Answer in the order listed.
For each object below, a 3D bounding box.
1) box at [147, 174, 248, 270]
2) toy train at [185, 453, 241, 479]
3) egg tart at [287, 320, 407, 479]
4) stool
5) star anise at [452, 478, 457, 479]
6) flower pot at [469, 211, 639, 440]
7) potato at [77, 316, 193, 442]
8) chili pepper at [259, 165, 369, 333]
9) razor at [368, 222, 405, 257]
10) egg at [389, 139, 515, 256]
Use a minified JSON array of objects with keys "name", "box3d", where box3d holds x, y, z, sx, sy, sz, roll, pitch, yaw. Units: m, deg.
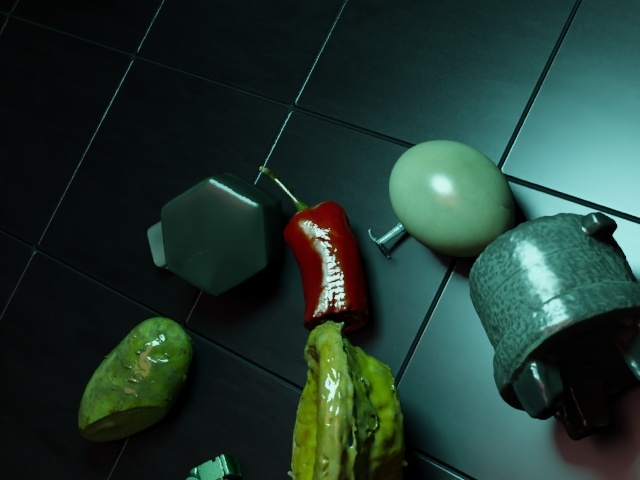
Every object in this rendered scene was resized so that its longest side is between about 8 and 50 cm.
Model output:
[{"name":"box","box3d":[-0.239,-0.034,2.230,0.244,0.055,0.103,-30,58,19]},{"name":"toy train","box3d":[-0.186,0.481,1.986,0.111,0.071,0.170,-28,59,12]},{"name":"egg tart","box3d":[0.042,0.319,1.785,0.169,0.388,0.387,1,67,-7]},{"name":"stool","box3d":[-0.183,-0.013,2.095,0.232,0.141,0.232,2,98,17]},{"name":"star anise","box3d":[0.181,0.474,1.753,0.212,0.073,0.196,22,84,35]},{"name":"flower pot","box3d":[0.396,0.132,1.647,0.299,0.299,0.282,-31,49,18]},{"name":"potato","box3d":[-0.358,0.280,2.132,0.298,0.141,0.176,-52,40,13]},{"name":"chili pepper","box3d":[0.005,0.000,2.011,0.131,0.134,0.338,-26,62,24]},{"name":"razor","box3d":[0.157,-0.030,1.988,0.135,0.068,0.040,-36,58,2]},{"name":"egg","box3d":[0.224,-0.071,1.872,0.186,0.186,0.253,-50,52,6]}]
